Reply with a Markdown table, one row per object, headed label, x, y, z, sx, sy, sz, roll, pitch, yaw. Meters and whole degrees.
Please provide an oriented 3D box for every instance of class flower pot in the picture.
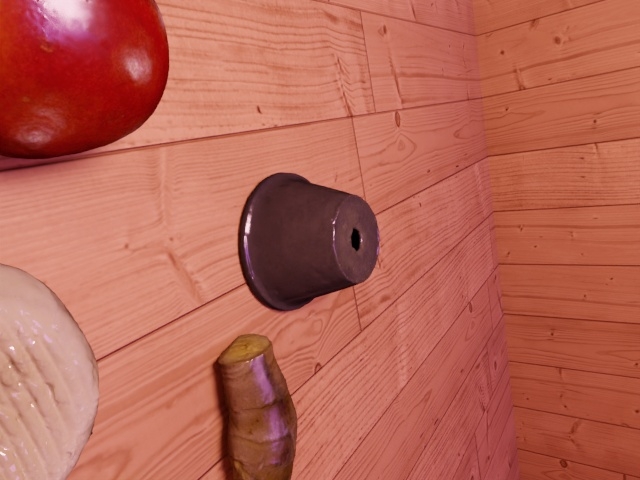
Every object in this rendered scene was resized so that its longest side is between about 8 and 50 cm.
| label | x | y | z | sx | sy | sz | roll | pitch | yaw |
| --- | --- | --- | --- | --- | --- | --- | --- | --- | --- |
| flower pot | 0.000 | 0.000 | 0.819 | 0.269 | 0.166 | 0.268 | 3 | 87 | -52 |

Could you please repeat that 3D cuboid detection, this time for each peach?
| label | x | y | z | sx | sy | sz | roll | pitch | yaw |
| --- | --- | --- | --- | --- | --- | --- | --- | --- | --- |
| peach | -0.262 | -0.188 | 0.434 | 0.243 | 0.200 | 0.243 | -21 | 116 | -51 |

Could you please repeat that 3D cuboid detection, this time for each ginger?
| label | x | y | z | sx | sy | sz | roll | pitch | yaw |
| --- | --- | --- | --- | --- | --- | --- | --- | --- | --- |
| ginger | -0.097 | 0.288 | 0.729 | 0.109 | 0.117 | 0.262 | -152 | -127 | -85 |

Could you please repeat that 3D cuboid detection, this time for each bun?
| label | x | y | z | sx | sy | sz | roll | pitch | yaw |
| --- | --- | --- | --- | --- | --- | --- | --- | --- | --- |
| bun | -0.328 | 0.126 | 0.369 | 0.259 | 0.160 | 0.259 | -19 | 114 | -50 |
